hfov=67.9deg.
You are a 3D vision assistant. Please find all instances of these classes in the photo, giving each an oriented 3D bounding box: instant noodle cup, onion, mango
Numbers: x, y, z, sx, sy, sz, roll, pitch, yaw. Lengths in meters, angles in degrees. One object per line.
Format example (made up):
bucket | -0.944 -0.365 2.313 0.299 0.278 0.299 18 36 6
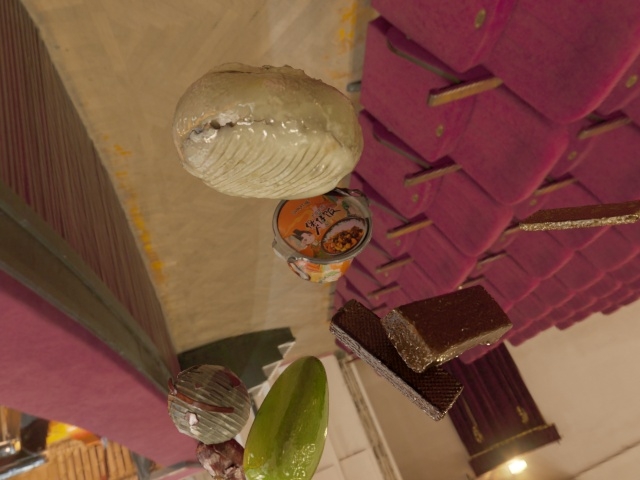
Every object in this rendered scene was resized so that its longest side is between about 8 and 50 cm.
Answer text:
instant noodle cup | 0.000 0.000 0.891 0.208 0.177 0.125 -22 149 -19
onion | -0.303 0.703 1.569 0.206 0.151 0.098 38 110 -18
mango | -0.061 0.417 1.090 0.156 0.343 0.192 0 135 26

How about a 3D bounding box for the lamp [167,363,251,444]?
lamp | -0.344 0.498 1.476 0.265 0.233 0.233 19 155 6

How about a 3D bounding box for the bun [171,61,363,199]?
bun | -0.061 -0.142 0.616 0.239 0.141 0.239 1 166 0

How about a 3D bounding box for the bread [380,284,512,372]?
bread | 0.346 0.226 1.272 0.416 0.165 0.113 -4 139 -43

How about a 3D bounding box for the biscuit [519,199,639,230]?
biscuit | 0.558 -0.051 1.017 0.131 0.025 0.231 -23 -168 -40

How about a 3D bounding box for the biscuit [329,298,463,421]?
biscuit | 0.194 0.312 1.282 0.107 0.388 0.073 -39 154 -29
